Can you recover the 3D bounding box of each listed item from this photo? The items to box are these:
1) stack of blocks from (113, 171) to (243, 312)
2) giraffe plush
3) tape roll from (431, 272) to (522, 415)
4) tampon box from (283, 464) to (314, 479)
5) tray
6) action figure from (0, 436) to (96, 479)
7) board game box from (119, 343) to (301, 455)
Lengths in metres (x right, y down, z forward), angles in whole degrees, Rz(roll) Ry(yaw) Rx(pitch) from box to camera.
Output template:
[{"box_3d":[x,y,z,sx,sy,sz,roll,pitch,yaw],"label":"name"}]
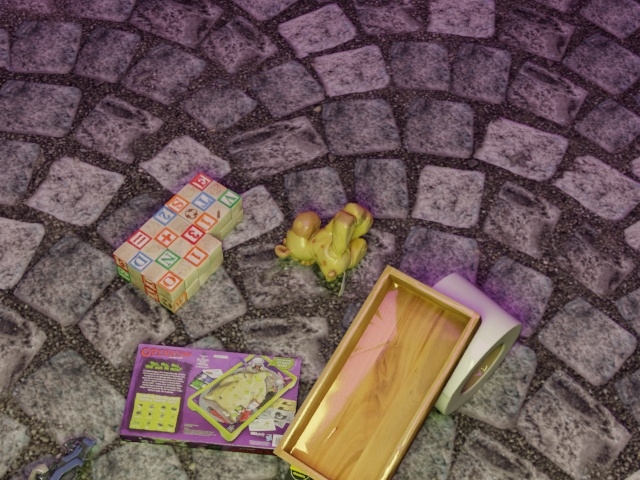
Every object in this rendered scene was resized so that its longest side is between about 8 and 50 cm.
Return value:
[{"box_3d":[-0.301,-0.001,2.030,0.171,0.087,0.297,32,60,18],"label":"stack of blocks"},{"box_3d":[0.000,0.000,2.024,0.171,0.181,0.210,19,91,22],"label":"giraffe plush"},{"box_3d":[0.269,0.210,1.820,0.246,0.246,0.169,-38,65,-25],"label":"tape roll"},{"box_3d":[-0.019,0.499,1.691,0.120,0.101,0.161,19,57,11],"label":"tampon box"},{"box_3d":[0.111,0.273,1.664,0.203,0.076,0.411,28,78,21],"label":"tray"},{"box_3d":[-0.569,0.496,1.669,0.330,0.178,0.341,29,31,9],"label":"action figure"},{"box_3d":[-0.220,0.326,1.836,0.347,0.056,0.208,6,59,1],"label":"board game box"}]
